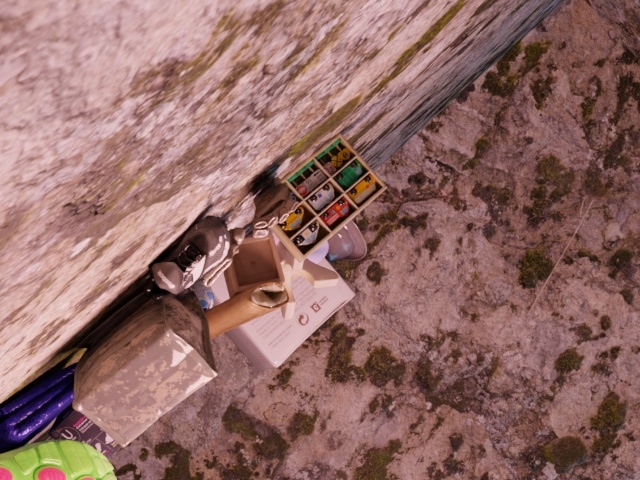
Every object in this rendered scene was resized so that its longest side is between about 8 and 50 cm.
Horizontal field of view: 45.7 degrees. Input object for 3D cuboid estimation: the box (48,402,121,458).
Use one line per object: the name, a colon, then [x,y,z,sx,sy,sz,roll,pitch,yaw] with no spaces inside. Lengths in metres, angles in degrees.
box: [-0.486,0.361,1.737,0.163,0.142,0.247,-43,-162,17]

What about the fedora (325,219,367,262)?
fedora: [0.000,0.000,2.384,0.275,0.244,0.124,22,-123,41]

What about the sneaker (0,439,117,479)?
sneaker: [-0.595,0.478,1.405,0.202,0.185,0.482,-25,155,39]

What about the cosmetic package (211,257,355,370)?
cosmetic package: [-0.151,0.174,2.351,0.329,0.327,0.393,-41,179,-16]

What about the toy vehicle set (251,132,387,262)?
toy vehicle set: [0.000,-0.097,1.675,0.267,0.166,0.035,-41,178,-21]

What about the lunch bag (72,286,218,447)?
lunch bag: [-0.343,0.207,1.475,0.235,0.169,0.287,-38,-153,4]

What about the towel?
towel: [-0.600,0.362,1.535,0.308,0.076,0.227,-41,-178,39]

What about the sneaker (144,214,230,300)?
sneaker: [-0.241,0.043,1.339,0.234,0.078,0.106,-41,-178,43]

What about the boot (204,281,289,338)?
boot: [-0.243,0.177,1.776,0.269,0.089,0.236,-26,174,36]

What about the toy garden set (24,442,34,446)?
toy garden set: [-0.698,0.510,1.618,0.244,0.049,0.203,-2,-154,49]

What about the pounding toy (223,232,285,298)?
pounding toy: [-0.141,0.032,1.877,0.206,0.181,0.094,-12,167,-19]

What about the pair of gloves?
pair of gloves: [-0.143,-0.015,1.469,0.240,0.042,0.204,-45,-163,1]

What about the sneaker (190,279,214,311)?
sneaker: [-0.332,0.172,2.071,0.085,0.086,0.237,-8,166,-9]

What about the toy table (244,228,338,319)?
toy table: [-0.089,0.071,2.047,0.274,0.161,0.252,-14,134,-13]
